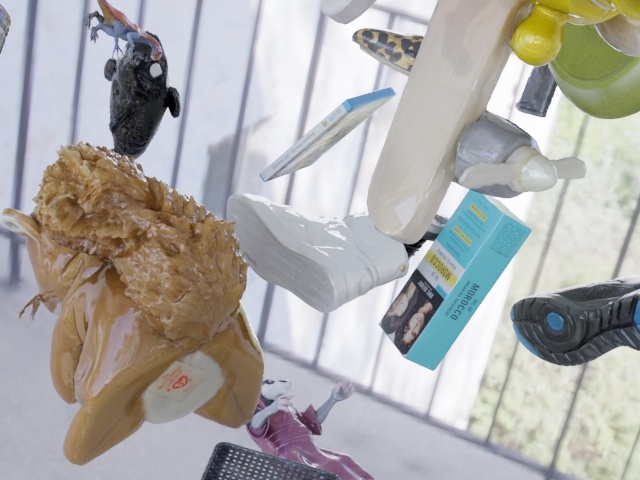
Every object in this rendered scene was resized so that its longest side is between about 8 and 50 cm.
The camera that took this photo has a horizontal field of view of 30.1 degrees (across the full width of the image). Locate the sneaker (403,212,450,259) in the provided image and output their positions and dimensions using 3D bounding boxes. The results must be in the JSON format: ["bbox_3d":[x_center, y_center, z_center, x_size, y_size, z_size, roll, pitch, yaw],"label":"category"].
[{"bbox_3d":[0.130,0.003,1.792,0.083,0.118,0.222,19,5,-11],"label":"sneaker"}]

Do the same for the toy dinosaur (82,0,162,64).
[{"bbox_3d":[-0.193,-0.210,1.196,0.082,0.090,0.047,-4,38,-34],"label":"toy dinosaur"}]

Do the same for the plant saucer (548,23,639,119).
[{"bbox_3d":[0.302,-0.246,1.224,0.037,0.241,0.241,8,24,-30],"label":"plant saucer"}]

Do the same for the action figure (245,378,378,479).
[{"bbox_3d":[-0.052,0.414,2.322,0.248,0.276,0.370,13,30,-44],"label":"action figure"}]

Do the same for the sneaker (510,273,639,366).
[{"bbox_3d":[0.470,0.126,1.961,0.340,0.125,0.139,-6,17,47],"label":"sneaker"}]

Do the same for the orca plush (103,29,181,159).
[{"bbox_3d":[-0.329,-0.208,1.941,0.151,0.287,0.102,44,45,1],"label":"orca plush"}]

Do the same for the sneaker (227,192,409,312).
[{"bbox_3d":[0.000,0.000,1.709,0.169,0.108,0.292,-19,37,-30],"label":"sneaker"}]

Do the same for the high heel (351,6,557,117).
[{"bbox_3d":[0.180,-0.265,1.385,0.261,0.186,0.093,15,17,-12],"label":"high heel"}]

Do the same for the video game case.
[{"bbox_3d":[0.010,-0.134,1.504,0.015,0.166,0.119,56,34,6],"label":"video game case"}]

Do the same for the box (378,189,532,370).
[{"bbox_3d":[0.184,0.053,1.661,0.060,0.244,0.100,26,14,-31],"label":"box"}]

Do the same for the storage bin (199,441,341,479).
[{"bbox_3d":[-0.070,0.353,1.572,0.180,0.122,0.084,15,45,9],"label":"storage bin"}]

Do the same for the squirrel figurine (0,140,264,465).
[{"bbox_3d":[-0.261,0.036,1.574,0.281,0.397,0.370,-13,47,-32],"label":"squirrel figurine"}]

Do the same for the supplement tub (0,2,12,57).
[{"bbox_3d":[-0.475,-0.222,1.533,0.106,0.106,0.198,12,64,0],"label":"supplement tub"}]

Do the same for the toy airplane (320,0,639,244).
[{"bbox_3d":[0.170,-0.225,0.944,0.272,0.386,0.384,24,45,-20],"label":"toy airplane"}]
